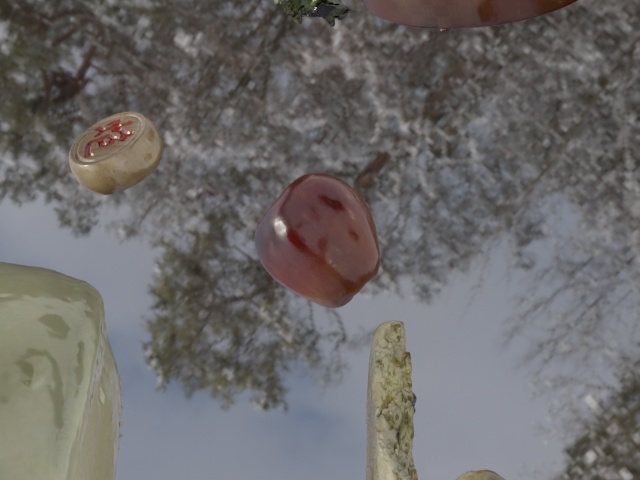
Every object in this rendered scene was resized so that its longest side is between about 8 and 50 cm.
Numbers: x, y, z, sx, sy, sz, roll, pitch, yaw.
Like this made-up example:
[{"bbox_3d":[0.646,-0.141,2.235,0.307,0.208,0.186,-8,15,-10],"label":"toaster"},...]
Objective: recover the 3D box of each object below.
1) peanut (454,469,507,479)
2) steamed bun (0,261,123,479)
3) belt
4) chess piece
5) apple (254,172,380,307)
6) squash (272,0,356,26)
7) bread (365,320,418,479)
[{"bbox_3d":[0.221,0.408,1.383,0.129,0.129,0.224,15,-125,-31],"label":"peanut"},{"bbox_3d":[-0.355,0.166,0.923,0.371,0.290,0.456,8,-156,-13],"label":"steamed bun"},{"bbox_3d":[0.151,-0.297,1.089,0.184,0.261,0.105,-63,-37,-39],"label":"belt"},{"bbox_3d":[-0.178,-0.076,0.942,0.084,0.083,0.038,-84,-24,-52],"label":"chess piece"},{"bbox_3d":[0.001,0.003,1.383,0.158,0.156,0.147,45,-168,3],"label":"apple"},{"bbox_3d":[-0.061,-0.273,0.752,0.087,0.087,0.332,2,-125,-42],"label":"squash"},{"bbox_3d":[0.058,0.197,0.922,0.038,0.182,0.251,2,-144,-1],"label":"bread"}]
